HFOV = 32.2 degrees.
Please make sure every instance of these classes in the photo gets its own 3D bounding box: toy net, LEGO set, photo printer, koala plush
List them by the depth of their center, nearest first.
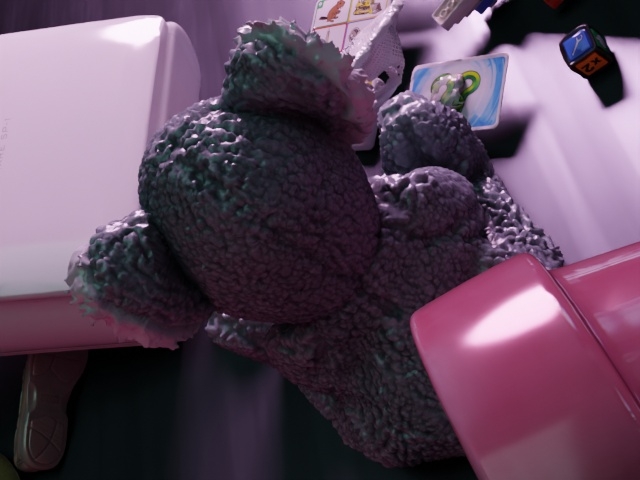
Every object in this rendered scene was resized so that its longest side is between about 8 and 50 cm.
[{"bbox_3d":[0.000,0.000,0.558,0.196,0.221,0.203,-47,40,7],"label":"koala plush"},{"bbox_3d":[0.092,-0.146,0.731,0.244,0.060,0.182,-1,75,46],"label":"LEGO set"},{"bbox_3d":[-0.011,-0.063,0.738,0.232,0.045,0.122,-47,12,21],"label":"toy net"},{"bbox_3d":[-0.251,-0.035,0.826,0.308,0.107,0.256,-5,60,12],"label":"photo printer"}]

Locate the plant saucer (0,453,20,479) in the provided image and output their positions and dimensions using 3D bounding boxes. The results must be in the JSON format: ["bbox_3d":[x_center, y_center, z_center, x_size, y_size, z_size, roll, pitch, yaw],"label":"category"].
[{"bbox_3d":[-0.297,0.260,0.797,0.241,0.037,0.240,-25,50,33],"label":"plant saucer"}]

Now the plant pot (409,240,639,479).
[{"bbox_3d":[0.156,0.072,0.394,0.180,0.201,0.201,-29,44,6],"label":"plant pot"}]

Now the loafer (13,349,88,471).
[{"bbox_3d":[-0.206,0.110,0.824,0.039,0.045,0.125,-24,51,46],"label":"loafer"}]
